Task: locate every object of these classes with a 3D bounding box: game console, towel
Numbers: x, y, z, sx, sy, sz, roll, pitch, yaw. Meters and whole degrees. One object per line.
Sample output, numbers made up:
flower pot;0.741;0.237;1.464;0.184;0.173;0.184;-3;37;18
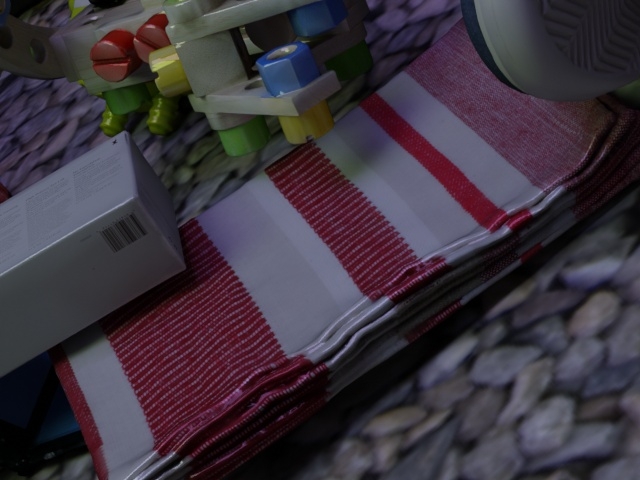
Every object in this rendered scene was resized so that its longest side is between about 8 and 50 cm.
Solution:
game console;-0.167;0.072;1.069;0.122;0.107;0.071;-75;11;-48
towel;0.000;0.000;0.966;0.329;0.037;0.237;-36;26;-2

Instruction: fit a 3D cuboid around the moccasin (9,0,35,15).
moccasin;-0.268;-0.309;1.707;0.380;0.139;0.147;-37;35;28

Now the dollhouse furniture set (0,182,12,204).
dollhouse furniture set;-0.309;-0.019;1.247;0.152;0.201;0.374;-43;30;-6

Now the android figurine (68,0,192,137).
android figurine;-0.110;-0.208;1.326;0.248;0.056;0.272;-1;74;49

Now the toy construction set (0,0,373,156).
toy construction set;-0.110;-0.130;1.111;0.328;0.151;0.215;4;31;23

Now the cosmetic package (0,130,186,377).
cosmetic package;-0.195;0.035;1.032;0.239;0.060;0.099;-30;29;6

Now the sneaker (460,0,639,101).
sneaker;0.103;-0.159;0.968;0.148;0.131;0.350;-13;21;25
